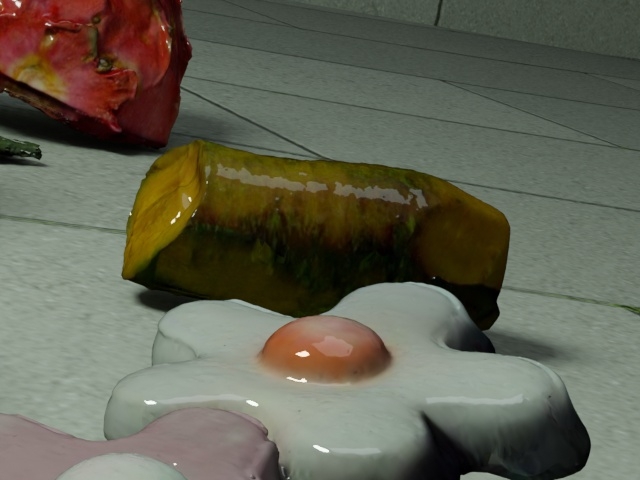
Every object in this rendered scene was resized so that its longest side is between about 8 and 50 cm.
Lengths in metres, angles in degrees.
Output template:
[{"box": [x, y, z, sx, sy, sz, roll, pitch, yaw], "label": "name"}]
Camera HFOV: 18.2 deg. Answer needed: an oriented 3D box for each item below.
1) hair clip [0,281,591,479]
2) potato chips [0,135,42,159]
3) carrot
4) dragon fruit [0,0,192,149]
[{"box": [-0.022, 0.068, 0.558, 0.146, 0.075, 0.257, 21, 18, 24], "label": "hair clip"}, {"box": [-0.276, -0.088, 1.232, 0.202, 0.029, 0.220, 8, 11, -15], "label": "potato chips"}, {"box": [0.000, 0.000, 0.911, 0.173, 0.082, 0.082, 12, 10, -17], "label": "carrot"}, {"box": [-0.183, -0.161, 1.335, 0.261, 0.189, 0.163, 18, -17, -34], "label": "dragon fruit"}]
